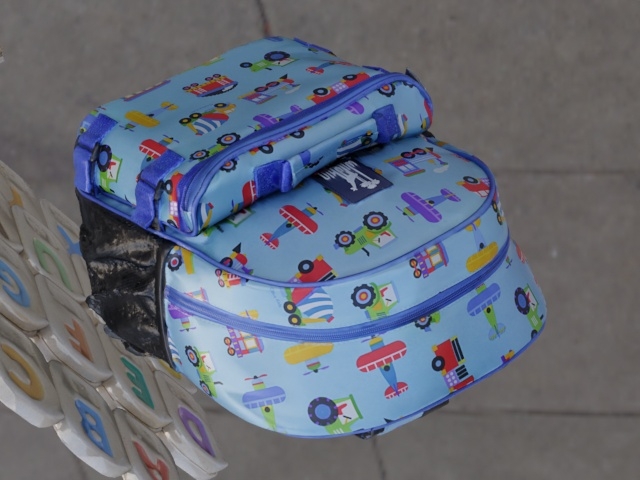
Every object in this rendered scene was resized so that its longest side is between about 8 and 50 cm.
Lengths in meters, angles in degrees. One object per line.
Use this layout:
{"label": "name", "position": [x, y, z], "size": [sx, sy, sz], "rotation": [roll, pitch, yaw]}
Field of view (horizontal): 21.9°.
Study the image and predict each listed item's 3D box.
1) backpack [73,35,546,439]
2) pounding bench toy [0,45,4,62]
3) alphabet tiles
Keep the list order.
{"label": "backpack", "position": [0.000, 0.000, 0.674], "size": [0.158, 0.173, 0.116], "rotation": [-24, 122, -28]}
{"label": "pounding bench toy", "position": [-0.375, -0.222, 1.769], "size": [0.052, 0.083, 0.065], "rotation": [-21, 113, -4]}
{"label": "alphabet tiles", "position": [-0.157, 0.032, 0.967], "size": [0.021, 0.278, 0.284], "rotation": [-38, 131, 8]}
